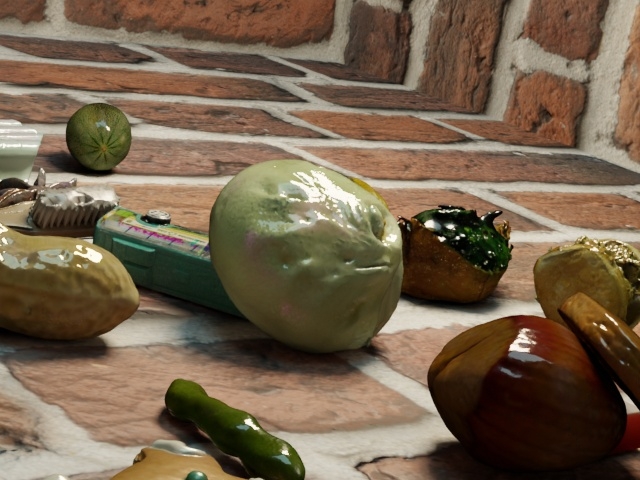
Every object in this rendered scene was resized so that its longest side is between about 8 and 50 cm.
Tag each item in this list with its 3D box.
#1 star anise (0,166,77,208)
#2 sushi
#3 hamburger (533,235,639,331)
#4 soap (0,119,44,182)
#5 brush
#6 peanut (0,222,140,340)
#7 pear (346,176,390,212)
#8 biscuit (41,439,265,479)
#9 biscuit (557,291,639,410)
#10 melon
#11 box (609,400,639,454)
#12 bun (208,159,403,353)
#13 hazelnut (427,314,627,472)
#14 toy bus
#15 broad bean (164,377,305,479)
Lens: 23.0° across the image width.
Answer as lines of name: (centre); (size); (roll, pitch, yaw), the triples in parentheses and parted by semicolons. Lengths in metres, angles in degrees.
star anise: (-0.412, -0.048, 2.257); (0.205, 0.061, 0.180); (12, 21, 10)
sushi: (0.219, 0.017, 2.353); (0.287, 0.140, 0.149); (-1, 12, -39)
hamburger: (0.393, 0.072, 2.286); (0.185, 0.159, 0.131); (-12, 1, 38)
soap: (-0.554, -0.126, 2.379); (0.290, 0.095, 0.173); (-1, 18, -44)
brush: (-0.412, -0.037, 2.124); (0.328, 0.065, 0.070); (-6, 49, -30)
peanut: (-0.362, 0.039, 1.814); (0.313, 0.149, 0.149); (11, 14, -8)
pear: (0.058, -0.020, 2.389); (0.104, 0.141, 0.141); (22, 8, -26)
biscuit: (-0.149, 0.244, 1.359); (0.216, 0.047, 0.340); (18, 15, 28)
biscuit: (0.375, 0.173, 1.758); (0.277, 0.052, 0.262); (52, 3, -4)
melon: (-0.379, -0.179, 2.688); (0.114, 0.114, 0.167); (9, 15, -10)
box: (0.272, 0.193, 1.895); (0.123, 0.050, 0.229); (-5, 22, -44)
bun: (0.000, 0.000, 1.991); (0.283, 0.179, 0.283); (27, 37, -23)
hazelnut: (0.227, 0.176, 1.709); (0.181, 0.181, 0.212); (-32, 13, 0)
toy bus: (-0.184, 0.028, 2.104); (0.262, 0.091, 0.109); (15, 21, 18)
broad bean: (-0.096, 0.193, 1.605); (0.256, 0.052, 0.052); (25, -22, 51)
